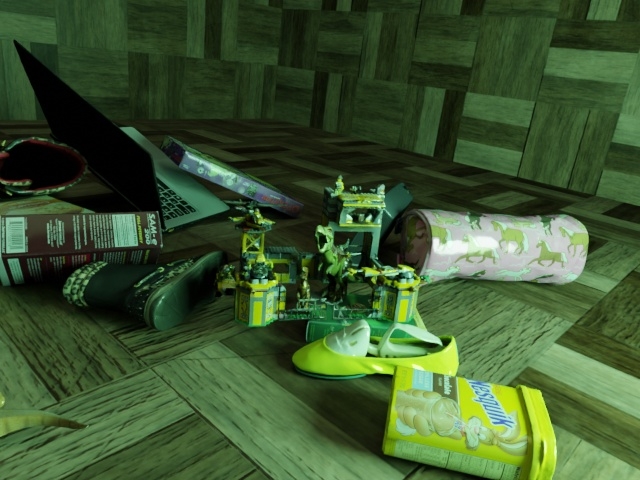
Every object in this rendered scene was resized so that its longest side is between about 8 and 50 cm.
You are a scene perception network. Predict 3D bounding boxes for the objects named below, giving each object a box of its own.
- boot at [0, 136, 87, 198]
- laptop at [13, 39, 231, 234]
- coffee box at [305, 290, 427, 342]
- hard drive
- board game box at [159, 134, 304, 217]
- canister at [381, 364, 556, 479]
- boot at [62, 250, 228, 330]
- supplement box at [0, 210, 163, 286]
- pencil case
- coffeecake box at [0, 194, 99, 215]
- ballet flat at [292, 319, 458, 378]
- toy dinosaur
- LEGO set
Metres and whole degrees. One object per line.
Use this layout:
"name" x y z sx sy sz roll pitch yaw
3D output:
"boot" -0.725 -0.150 1.082 0.378 0.138 0.284 -4 4 -45
"laptop" -0.411 -0.226 1.134 0.382 0.236 0.408 40 27 11
"coffee box" 0.068 0.126 0.806 0.184 0.040 0.113 5 20 -3
"hard drive" 0.133 -0.036 1.104 0.054 0.172 0.255 35 23 8
"board game box" -0.230 -0.165 1.308 0.347 0.056 0.208 23 4 -35
"canister" 0.162 0.207 0.570 0.170 0.073 0.126 9 20 10
"boot" -0.271 0.060 0.819 0.179 0.085 0.236 9 18 15
"supplement box" -0.396 0.012 0.829 0.240 0.130 0.073 -3 67 -27
"pencil case" 0.347 0.018 1.022 0.387 0.160 0.167 0 17 -15
"coffeecake box" -0.547 -0.028 0.992 0.186 0.068 0.142 16 20 24
"ballet flat" 0.078 0.149 0.694 0.231 0.077 0.077 6 21 -2
"toy dinosaur" -0.346 0.187 0.505 0.212 0.064 0.112 -12 43 -20
"LEGO set" 0.000 0.000 0.789 0.332 0.192 0.255 3 18 -6
